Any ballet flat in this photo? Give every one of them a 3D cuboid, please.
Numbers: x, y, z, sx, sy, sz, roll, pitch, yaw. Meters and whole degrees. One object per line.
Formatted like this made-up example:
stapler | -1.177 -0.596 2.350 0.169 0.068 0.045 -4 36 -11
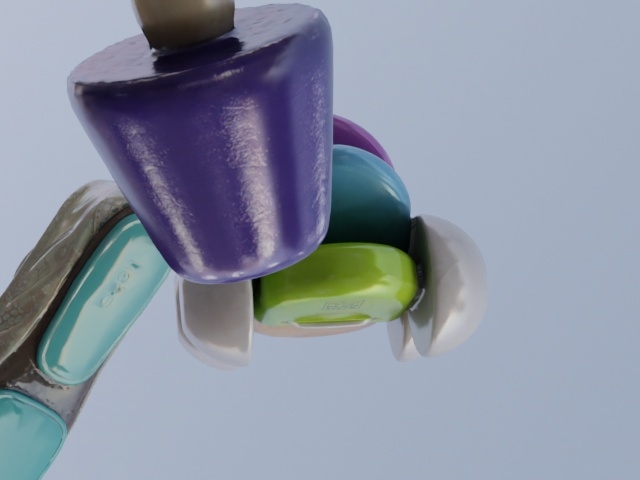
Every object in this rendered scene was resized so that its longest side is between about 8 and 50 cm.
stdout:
ballet flat | -0.113 0.049 0.564 0.168 0.057 0.052 -52 -138 -9

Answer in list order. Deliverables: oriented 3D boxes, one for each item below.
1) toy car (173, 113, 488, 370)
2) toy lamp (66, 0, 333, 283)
toy car | 0.000 0.000 0.823 0.159 0.182 0.136 -2 -96 -7
toy lamp | -0.051 -0.121 0.400 0.080 0.080 0.274 -3 -69 27
